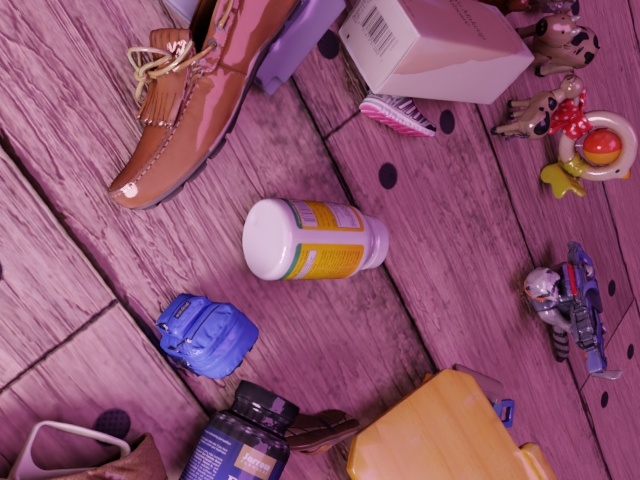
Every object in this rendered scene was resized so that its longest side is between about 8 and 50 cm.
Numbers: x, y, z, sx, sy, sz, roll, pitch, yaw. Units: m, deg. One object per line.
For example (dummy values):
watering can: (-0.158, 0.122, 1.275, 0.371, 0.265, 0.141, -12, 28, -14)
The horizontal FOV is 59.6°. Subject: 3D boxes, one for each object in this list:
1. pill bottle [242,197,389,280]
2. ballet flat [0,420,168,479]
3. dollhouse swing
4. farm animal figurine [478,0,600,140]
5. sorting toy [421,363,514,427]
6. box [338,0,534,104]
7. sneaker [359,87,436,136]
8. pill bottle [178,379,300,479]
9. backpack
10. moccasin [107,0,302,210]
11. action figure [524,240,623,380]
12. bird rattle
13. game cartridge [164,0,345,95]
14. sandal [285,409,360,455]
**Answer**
pill bottle: (0.000, 0.000, 0.834, 0.208, 0.118, 0.117, 1, 92, -39)
ballet flat: (-0.325, 0.261, 0.601, 0.343, 0.116, 0.124, 9, 67, -39)
dollhouse swing: (0.201, 0.465, 1.027, 0.347, 0.315, 0.305, -28, 66, -28)
farm animal figurine: (0.480, -0.392, 1.168, 0.327, 0.172, 0.330, -23, 106, -36)
sorting toy: (0.318, 0.373, 1.159, 0.348, 0.047, 0.195, 27, 75, -37)
box: (0.202, -0.328, 0.945, 0.311, 0.121, 0.148, -9, 63, -39)
sneaker: (0.146, -0.232, 0.974, 0.170, 0.063, 0.074, 18, 87, -34)
pill bottle: (-0.116, 0.308, 0.752, 0.123, 0.123, 0.219, 40, 66, -33)
backpack: (-0.148, 0.122, 0.718, 0.101, 0.120, 0.098, 46, 65, -31)
moccasin: (-0.149, -0.211, 0.656, 0.147, 0.139, 0.380, 29, 97, -33)
action figure: (0.565, 0.193, 1.275, 0.330, 0.179, 0.341, 47, 39, -25)
bird rattle: (0.612, -0.226, 1.279, 0.143, 0.207, 0.253, -29, 121, -54)
game cartridge: (-0.109, -0.358, 0.723, 0.196, 0.060, 0.294, -48, 125, 5)
sandal: (-0.011, 0.309, 0.884, 0.180, 0.072, 0.049, 7, 109, -43)
